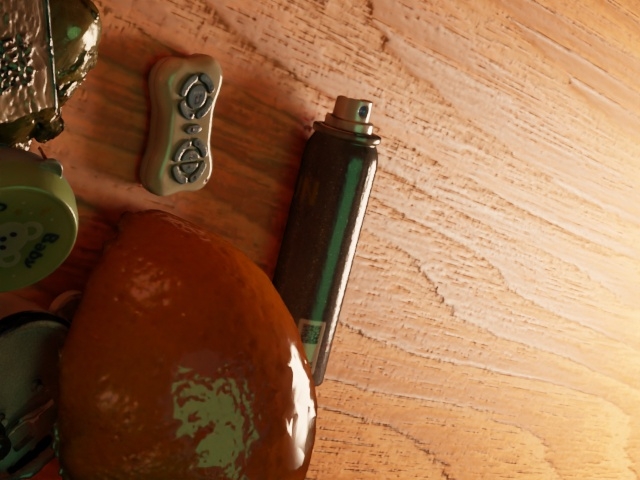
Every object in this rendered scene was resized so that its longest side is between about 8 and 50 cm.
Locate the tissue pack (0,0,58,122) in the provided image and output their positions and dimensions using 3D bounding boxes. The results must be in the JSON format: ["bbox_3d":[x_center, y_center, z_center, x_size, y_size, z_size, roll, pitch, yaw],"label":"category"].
[{"bbox_3d":[-0.248,-0.170,1.026,0.082,0.120,0.169,-27,128,-40],"label":"tissue pack"}]

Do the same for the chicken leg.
[{"bbox_3d":[-0.217,-0.107,1.147,0.093,0.070,0.178,6,110,-58],"label":"chicken leg"}]

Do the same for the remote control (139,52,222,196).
[{"bbox_3d":[-0.118,-0.098,1.293,0.074,0.032,0.122,-15,119,-47],"label":"remote control"}]

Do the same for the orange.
[{"bbox_3d":[-0.127,0.153,1.311,0.274,0.274,0.310,-5,136,-50],"label":"orange"}]

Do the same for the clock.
[{"bbox_3d":[-0.257,0.122,1.209,0.229,0.063,0.156,-39,134,-31],"label":"clock"}]

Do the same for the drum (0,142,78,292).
[{"bbox_3d":[-0.297,-0.021,1.093,0.253,0.049,0.130,7,129,-33],"label":"drum"}]

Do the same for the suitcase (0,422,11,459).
[{"bbox_3d":[-0.291,0.264,1.092,0.235,0.194,0.143,-49,139,12],"label":"suitcase"}]

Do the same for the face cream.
[{"bbox_3d":[0.000,0.000,1.453,0.073,0.073,0.283,1,107,-51],"label":"face cream"}]
